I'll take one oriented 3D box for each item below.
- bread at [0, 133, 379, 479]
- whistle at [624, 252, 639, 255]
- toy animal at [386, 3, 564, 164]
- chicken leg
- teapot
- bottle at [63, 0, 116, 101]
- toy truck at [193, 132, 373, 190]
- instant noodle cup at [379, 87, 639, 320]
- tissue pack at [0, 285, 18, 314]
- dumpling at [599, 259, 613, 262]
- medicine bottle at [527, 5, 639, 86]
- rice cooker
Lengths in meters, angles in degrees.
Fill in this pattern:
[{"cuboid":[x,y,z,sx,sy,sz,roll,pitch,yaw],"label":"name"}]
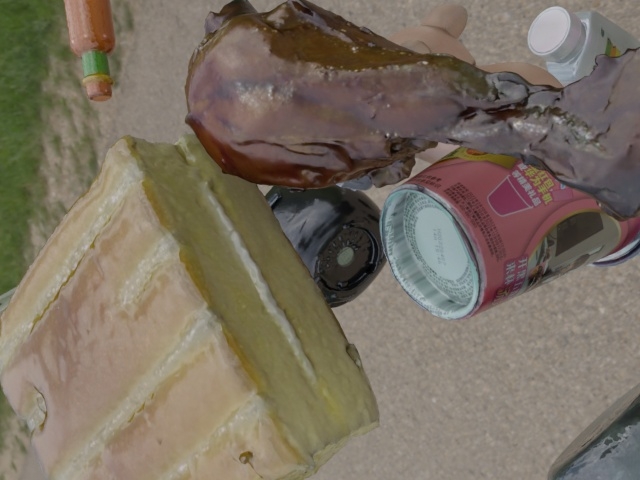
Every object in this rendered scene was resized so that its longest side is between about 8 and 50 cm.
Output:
[{"cuboid":[-0.110,0.094,0.498,0.246,0.111,0.239,-44,67,31],"label":"bread"},{"cuboid":[0.524,-0.004,1.187,0.312,0.062,0.062,-2,108,58],"label":"whistle"},{"cuboid":[0.215,-0.208,1.110,0.326,0.237,0.269,1,121,31],"label":"toy animal"},{"cuboid":[0.047,-0.070,0.383,0.304,0.093,0.113,11,123,28],"label":"chicken leg"},{"cuboid":[0.475,0.315,0.885,0.285,0.223,0.305,48,135,18],"label":"teapot"},{"cuboid":[-0.328,-0.292,1.035,0.069,0.069,0.187,-24,73,56],"label":"bottle"},{"cuboid":[-0.017,-0.110,0.782,0.116,0.216,0.110,49,120,40],"label":"toy truck"},{"cuboid":[0.216,-0.031,0.839,0.244,0.255,0.244,40,144,39],"label":"instant noodle cup"},{"cuboid":[-0.595,0.201,1.576,0.124,0.185,0.225,4,121,48],"label":"tissue pack"},{"cuboid":[0.636,0.003,1.749,0.216,0.166,0.126,21,91,51],"label":"dumpling"},{"cuboid":[0.585,-0.407,1.575,0.111,0.296,0.161,15,90,55],"label":"medicine bottle"},{"cuboid":[0.000,0.000,1.435,0.224,0.267,0.267,40,139,49],"label":"rice cooker"}]
